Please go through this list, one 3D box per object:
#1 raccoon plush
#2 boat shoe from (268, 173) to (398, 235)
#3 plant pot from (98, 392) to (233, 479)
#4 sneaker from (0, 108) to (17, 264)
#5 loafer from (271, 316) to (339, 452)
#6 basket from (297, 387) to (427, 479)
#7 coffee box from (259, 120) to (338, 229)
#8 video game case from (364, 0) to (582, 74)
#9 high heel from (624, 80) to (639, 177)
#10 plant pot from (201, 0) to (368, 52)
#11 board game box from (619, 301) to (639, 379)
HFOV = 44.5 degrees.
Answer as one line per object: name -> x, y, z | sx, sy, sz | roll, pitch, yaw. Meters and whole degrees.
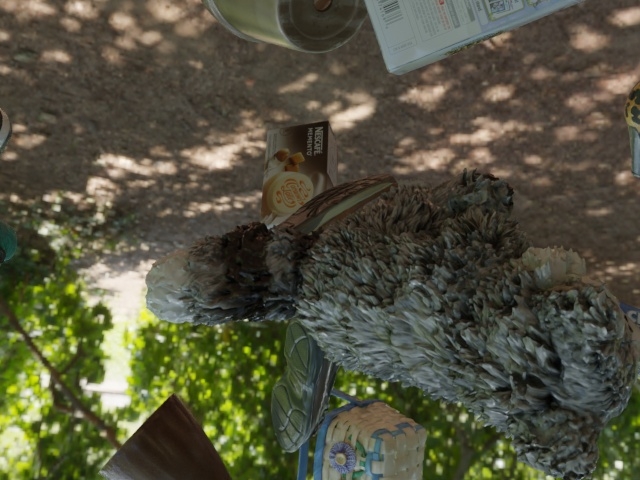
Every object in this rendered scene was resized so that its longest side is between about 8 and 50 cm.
raccoon plush -> 0.057, 0.099, 0.703 | 0.446, 0.216, 0.299 | -15, -160, 2
boat shoe -> 0.000, 0.000, 1.350 | 0.324, 0.120, 0.122 | -31, -164, -8
plant pot -> -0.291, 0.469, 1.594 | 0.230, 0.215, 0.215 | 43, 160, 2
sneaker -> -0.467, -0.045, 1.041 | 0.295, 0.124, 0.178 | -39, 149, 15
loafer -> -0.008, 0.204, 1.105 | 0.084, 0.096, 0.268 | -13, 137, -27
basket -> 0.058, 0.421, 1.529 | 0.201, 0.255, 0.289 | -2, -177, -39
coffee box -> -0.039, -0.114, 1.614 | 0.141, 0.247, 0.098 | -5, 148, 14
video game case -> 0.141, -0.333, 0.759 | 0.244, 0.270, 0.061 | -18, -177, 23
high heel -> 0.614, -0.164, 1.251 | 0.261, 0.093, 0.186 | 19, 139, 42
plant pot -> -0.051, -0.493, 1.466 | 0.323, 0.323, 0.280 | 19, -158, -38
board game box -> 0.575, 0.191, 1.315 | 0.243, 0.042, 0.165 | 21, 153, 1
